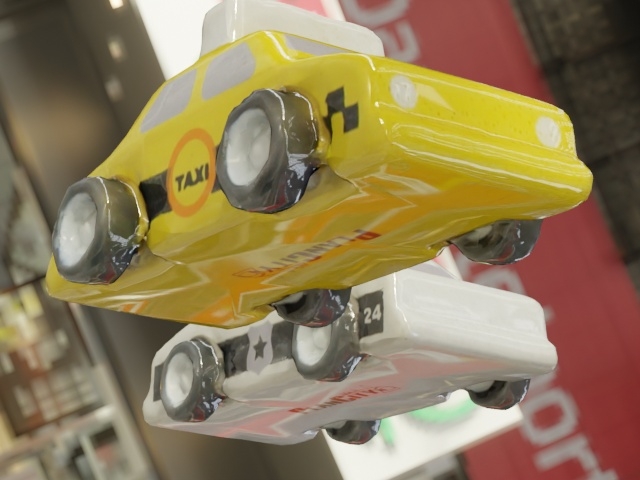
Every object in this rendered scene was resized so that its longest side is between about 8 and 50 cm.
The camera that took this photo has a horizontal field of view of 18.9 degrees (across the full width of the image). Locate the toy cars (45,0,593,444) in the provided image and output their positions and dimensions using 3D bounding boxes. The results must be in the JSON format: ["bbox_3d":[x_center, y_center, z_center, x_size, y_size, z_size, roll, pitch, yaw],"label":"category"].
[{"bbox_3d":[0.000,0.000,0.706,0.393,0.176,0.087,77,12,-72],"label":"toy cars"}]
